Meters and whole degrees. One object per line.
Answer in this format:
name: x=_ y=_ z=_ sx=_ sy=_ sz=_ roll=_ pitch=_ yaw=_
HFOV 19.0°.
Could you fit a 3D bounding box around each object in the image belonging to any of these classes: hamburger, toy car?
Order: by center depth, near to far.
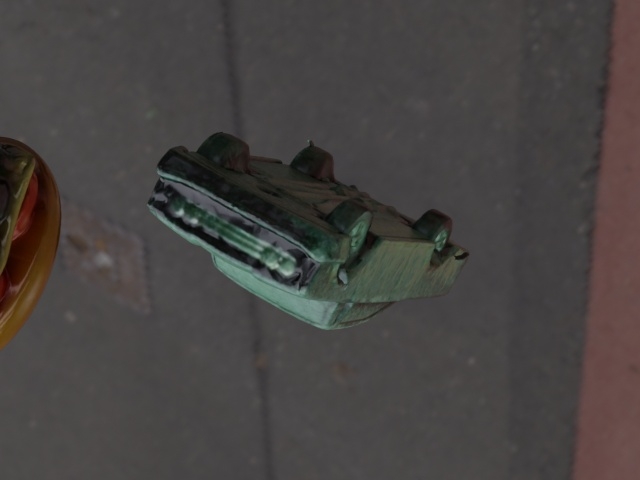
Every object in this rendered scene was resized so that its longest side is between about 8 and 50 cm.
hamburger: x=-0.207 y=-0.002 z=0.964 sx=0.162 sy=0.162 sz=0.115 roll=3 pitch=157 yaw=43
toy car: x=0.000 y=0.000 z=1.292 sx=0.141 sy=0.320 sz=0.097 roll=29 pitch=99 yaw=17
